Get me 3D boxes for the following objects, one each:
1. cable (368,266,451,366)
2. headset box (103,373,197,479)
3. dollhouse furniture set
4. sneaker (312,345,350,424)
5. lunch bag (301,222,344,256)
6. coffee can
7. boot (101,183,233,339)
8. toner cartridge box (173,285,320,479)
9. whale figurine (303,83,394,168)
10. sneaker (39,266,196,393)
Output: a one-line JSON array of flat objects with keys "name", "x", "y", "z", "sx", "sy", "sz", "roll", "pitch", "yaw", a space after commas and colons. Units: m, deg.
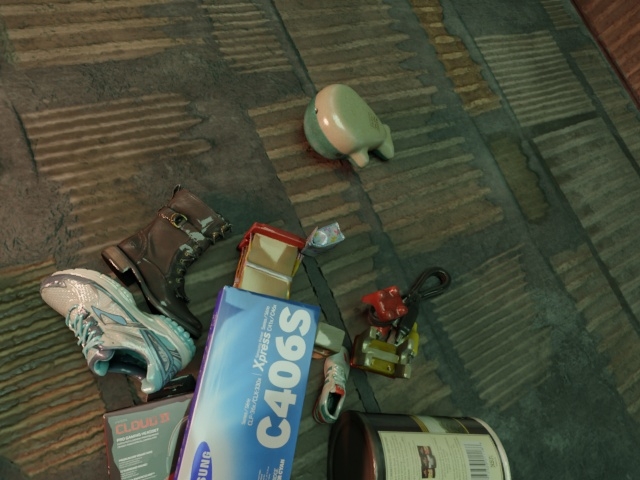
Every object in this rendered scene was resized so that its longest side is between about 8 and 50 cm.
[{"name": "cable", "x": 0.202, "y": 0.154, "z": 1.069, "sx": 0.139, "sy": 0.072, "sz": 0.287, "roll": 32, "pitch": 48, "yaw": 11}, {"name": "headset box", "x": -0.228, "y": 0.377, "z": 0.756, "sx": 0.218, "sy": 0.110, "sz": 0.293, "roll": -6, "pitch": 73, "yaw": -24}, {"name": "dollhouse furniture set", "x": -0.004, "y": 0.134, "z": 0.915, "sx": 0.374, "sy": 0.152, "sz": 0.201, "roll": 21, "pitch": 64, "yaw": -13}, {"name": "sneaker", "x": 0.035, "y": 0.288, "z": 0.919, "sx": 0.057, "sy": 0.075, "sz": 0.161, "roll": 25, "pitch": 63, "yaw": -12}, {"name": "lunch bag", "x": 0.000, "y": 0.000, "z": 1.017, "sx": 0.083, "sy": 0.071, "sz": 0.053, "roll": -22, "pitch": 78, "yaw": -27}, {"name": "coffee can", "x": 0.176, "y": 0.430, "z": 0.852, "sx": 0.275, "sy": 0.201, "sz": 0.201, "roll": 10, "pitch": 67, "yaw": -19}, {"name": "boot", "x": -0.258, "y": 0.032, "z": 0.886, "sx": 0.263, "sy": 0.091, "sz": 0.229, "roll": 46, "pitch": 61, "yaw": 2}, {"name": "toner cartridge box", "x": -0.115, "y": 0.258, "z": 0.713, "sx": 0.165, "sy": 0.075, "sz": 0.348, "roll": 14, "pitch": 74, "yaw": -15}, {"name": "whale figurine", "x": 0.071, "y": -0.268, "z": 1.134, "sx": 0.272, "sy": 0.141, "sz": 0.216, "roll": 9, "pitch": 65, "yaw": -46}, {"name": "sneaker", "x": -0.353, "y": 0.148, "z": 0.758, "sx": 0.283, "sy": 0.110, "sz": 0.122, "roll": 29, "pitch": 35, "yaw": 1}]
